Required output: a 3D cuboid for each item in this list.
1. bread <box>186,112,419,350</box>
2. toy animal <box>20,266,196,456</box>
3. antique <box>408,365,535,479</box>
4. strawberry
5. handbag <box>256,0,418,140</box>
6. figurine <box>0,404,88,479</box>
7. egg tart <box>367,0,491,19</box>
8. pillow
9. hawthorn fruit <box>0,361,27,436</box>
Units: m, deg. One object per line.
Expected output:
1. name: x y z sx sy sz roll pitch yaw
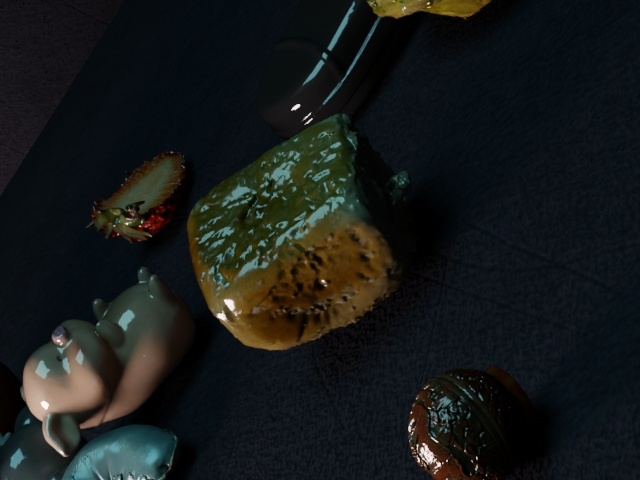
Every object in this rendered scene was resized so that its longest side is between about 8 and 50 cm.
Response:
1. bread: 0.000 0.000 1.358 0.246 0.176 0.195 -32 42 18
2. toy animal: -0.280 0.157 1.692 0.250 0.154 0.166 -33 14 -11
3. antique: 0.118 0.152 1.029 0.104 0.104 0.104 -43 27 29
4. strawberry: -0.271 -0.064 2.096 0.167 0.087 0.208 1 33 41
5. handbag: 0.019 -0.275 1.752 0.308 0.093 0.254 -59 24 -4
6. figurine: -0.429 0.306 1.705 0.193 0.265 0.140 61 140 46
7. egg tart: 0.175 -0.371 1.539 0.288 0.118 0.288 -45 25 27
8. pillow: -0.260 0.337 1.556 0.214 0.086 0.233 -22 42 43
9. hawthorn fruit: -0.652 0.318 1.967 0.403 0.403 0.403 -43 27 29
